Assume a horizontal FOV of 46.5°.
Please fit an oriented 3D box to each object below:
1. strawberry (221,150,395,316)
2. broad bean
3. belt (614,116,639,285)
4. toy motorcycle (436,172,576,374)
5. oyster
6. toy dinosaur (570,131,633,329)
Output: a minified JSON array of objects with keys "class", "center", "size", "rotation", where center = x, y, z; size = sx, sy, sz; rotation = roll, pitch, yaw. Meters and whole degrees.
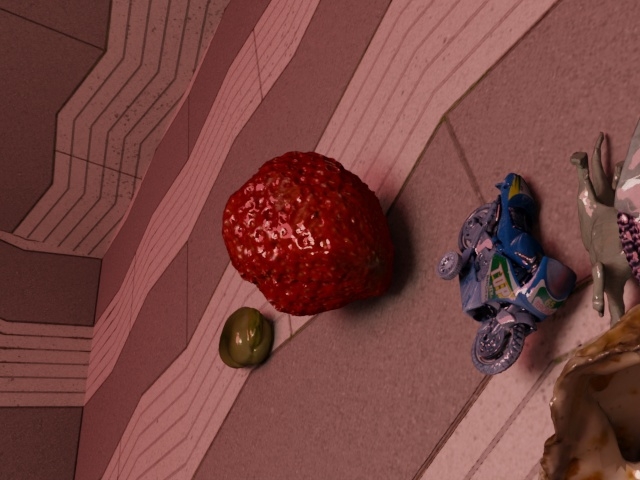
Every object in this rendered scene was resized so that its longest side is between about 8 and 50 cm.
[{"class":"strawberry","center":[0.000,0.000,1.110],"size":[0.277,0.257,0.257],"rotation":[33,104,49]},{"class":"broad bean","center":[-0.154,0.191,1.466],"size":[0.174,0.082,0.125],"rotation":[-8,69,62]},{"class":"belt","center":[0.361,-0.077,0.540],"size":[0.325,0.122,0.260],"rotation":[-63,33,25]},{"class":"toy motorcycle","center":[0.209,0.026,0.822],"size":[0.135,0.092,0.254],"rotation":[-42,28,33]},{"class":"oyster","center":[0.255,0.126,0.539],"size":[0.110,0.166,0.341],"rotation":[-51,-23,-37]},{"class":"toy dinosaur","center":[0.282,-0.015,0.733],"size":[0.053,0.167,0.242],"rotation":[-8,31,18]}]
